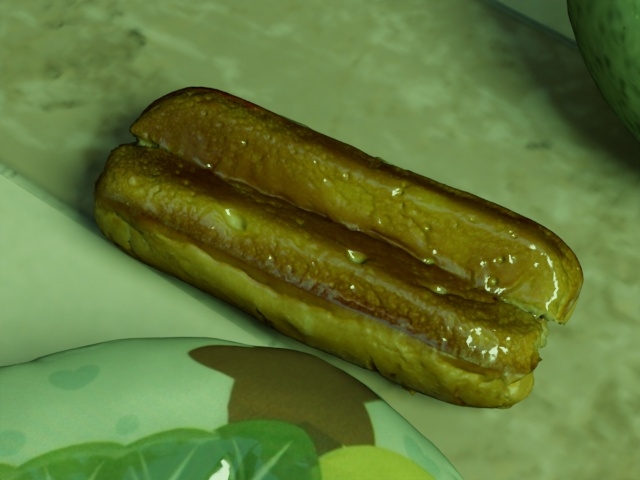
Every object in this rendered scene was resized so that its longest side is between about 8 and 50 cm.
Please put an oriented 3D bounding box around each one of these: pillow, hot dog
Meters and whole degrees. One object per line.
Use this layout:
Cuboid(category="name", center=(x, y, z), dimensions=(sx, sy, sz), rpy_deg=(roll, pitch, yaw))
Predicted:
Cuboid(category="pillow", center=(-0.055, 0.129, 0.402), dimensions=(0.233, 0.086, 0.214), rpy_deg=(-6, 67, -7))
Cuboid(category="hot dog", center=(0.000, 0.000, 0.503), dimensions=(0.165, 0.045, 0.071), rpy_deg=(23, 61, 15))

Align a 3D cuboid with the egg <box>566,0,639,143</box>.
Cuboid(category="egg", center=(0.161, -0.072, 0.494), dimensions=(0.141, 0.141, 0.182), rpy_deg=(-38, 73, -22))
